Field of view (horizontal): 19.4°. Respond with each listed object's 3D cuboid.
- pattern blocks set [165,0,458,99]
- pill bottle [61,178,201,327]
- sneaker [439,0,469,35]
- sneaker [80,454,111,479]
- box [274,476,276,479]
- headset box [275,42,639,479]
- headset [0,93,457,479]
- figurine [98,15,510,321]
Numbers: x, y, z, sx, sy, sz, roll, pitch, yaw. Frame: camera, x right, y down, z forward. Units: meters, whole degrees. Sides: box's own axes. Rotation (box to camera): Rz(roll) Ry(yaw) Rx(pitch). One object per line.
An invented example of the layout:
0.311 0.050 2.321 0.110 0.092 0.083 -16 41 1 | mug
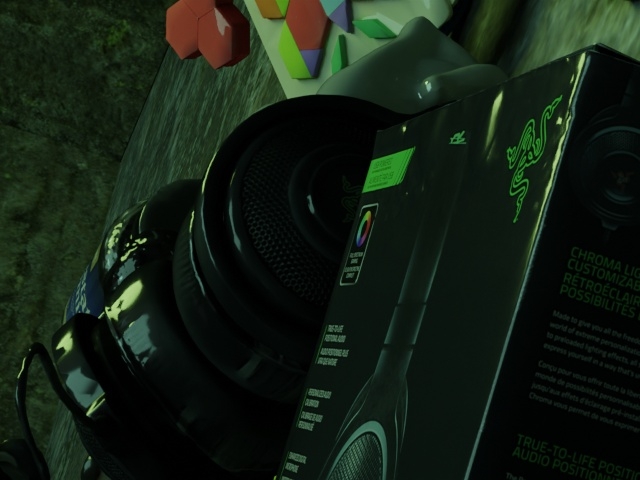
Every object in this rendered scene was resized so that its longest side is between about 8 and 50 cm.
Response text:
0.013 -0.163 1.187 0.285 0.026 0.325 55 136 26 | pattern blocks set
-0.123 0.038 1.469 0.219 0.123 0.122 129 157 -59 | pill bottle
0.074 -0.214 1.302 0.232 0.081 0.090 -65 8 0 | sneaker
-0.116 0.200 1.383 0.228 0.132 0.086 -131 63 -81 | sneaker
-0.036 0.141 1.133 0.191 0.045 0.184 25 95 51 | box
0.074 0.082 0.647 0.246 0.131 0.283 171 117 -77 | headset box
-0.020 0.064 0.880 0.243 0.185 0.394 -46 -14 35 | headset
-0.018 -0.026 1.071 0.209 0.092 0.215 -29 -11 -48 | figurine
